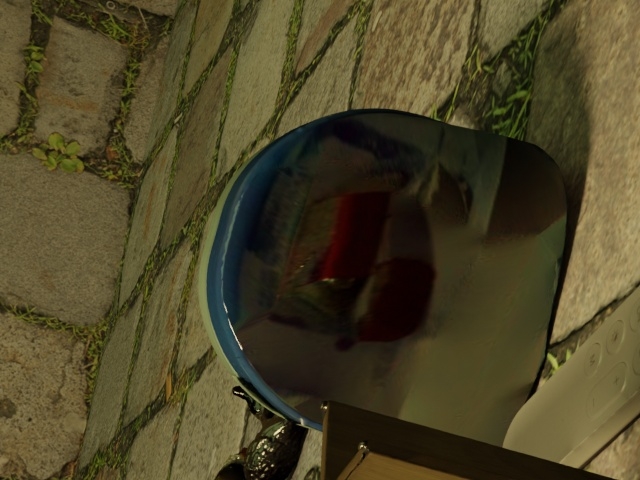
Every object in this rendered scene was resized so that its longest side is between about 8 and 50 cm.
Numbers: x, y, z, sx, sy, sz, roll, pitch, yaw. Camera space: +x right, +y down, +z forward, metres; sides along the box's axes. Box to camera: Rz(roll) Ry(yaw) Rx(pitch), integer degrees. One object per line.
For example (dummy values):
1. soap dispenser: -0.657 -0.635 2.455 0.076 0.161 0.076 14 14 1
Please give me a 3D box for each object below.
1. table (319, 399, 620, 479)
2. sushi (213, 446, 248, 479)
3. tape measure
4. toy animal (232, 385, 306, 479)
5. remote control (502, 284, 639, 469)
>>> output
1. table: 0.101 0.173 0.924 0.167 0.227 0.167 -163 90 -75
2. sushi: -0.097 0.274 1.922 0.083 0.044 0.046 -57 0 42
3. tape measure: 0.039 0.033 1.276 0.138 0.262 0.259 141 144 -82
4. toy animal: -0.054 0.222 1.753 0.105 0.070 0.202 -8 61 53
5. remote control: 0.181 0.104 1.104 0.245 0.022 0.077 125 158 -49
